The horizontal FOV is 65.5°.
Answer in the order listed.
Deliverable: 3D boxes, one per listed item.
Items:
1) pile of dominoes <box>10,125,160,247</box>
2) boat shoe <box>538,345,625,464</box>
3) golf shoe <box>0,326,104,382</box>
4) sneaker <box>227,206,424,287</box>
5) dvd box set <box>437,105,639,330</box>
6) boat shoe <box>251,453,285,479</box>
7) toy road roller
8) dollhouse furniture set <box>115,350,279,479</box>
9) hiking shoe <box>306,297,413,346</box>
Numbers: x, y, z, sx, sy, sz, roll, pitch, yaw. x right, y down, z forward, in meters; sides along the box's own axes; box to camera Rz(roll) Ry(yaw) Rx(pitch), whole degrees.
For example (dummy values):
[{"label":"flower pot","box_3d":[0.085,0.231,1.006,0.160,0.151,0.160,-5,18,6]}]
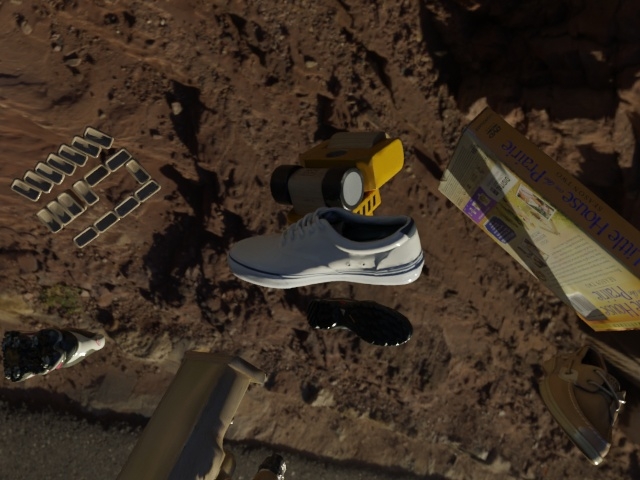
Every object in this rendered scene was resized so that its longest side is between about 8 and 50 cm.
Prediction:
[{"label":"pile of dominoes","box_3d":[-0.510,-0.121,1.089,0.251,0.040,0.196,-36,111,3]},{"label":"boat shoe","box_3d":[0.479,0.272,0.902,0.121,0.110,0.341,52,22,5]},{"label":"golf shoe","box_3d":[-0.567,0.233,1.032,0.120,0.273,0.105,3,79,-54]},{"label":"sneaker","box_3d":[0.000,0.000,0.637,0.094,0.259,0.091,-76,160,-54]},{"label":"dvd box set","box_3d":[0.395,-0.016,0.862,0.062,0.420,0.307,-44,167,-4]},{"label":"boat shoe","box_3d":[-0.080,0.365,0.770,0.038,0.046,0.125,-57,167,-40]},{"label":"toy road roller","box_3d":[0.053,-0.101,1.180,0.329,0.203,0.240,-43,129,-42]},{"label":"dollhouse furniture set","box_3d":[-0.063,0.246,0.524,0.242,0.212,0.160,41,60,-27]},{"label":"hiking shoe","box_3d":[0.116,0.201,1.343,0.132,0.304,0.113,-7,105,-58]}]
